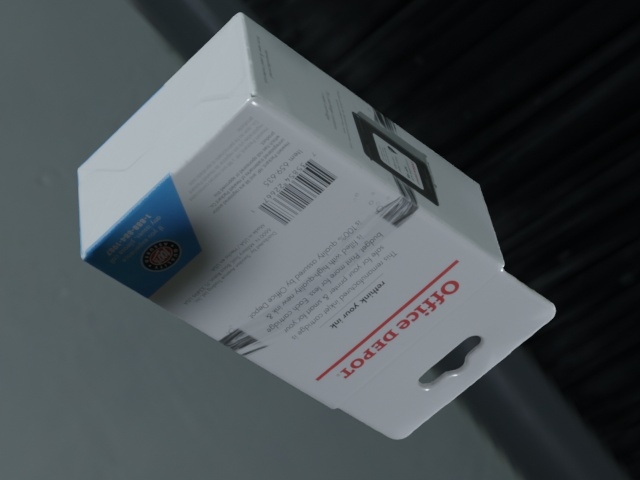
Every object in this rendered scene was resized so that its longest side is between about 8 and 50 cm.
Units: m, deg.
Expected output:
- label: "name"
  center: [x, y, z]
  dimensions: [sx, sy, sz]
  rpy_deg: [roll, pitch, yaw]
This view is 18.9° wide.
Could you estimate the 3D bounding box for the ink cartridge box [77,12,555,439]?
- label: "ink cartridge box"
  center: [0.000, 0.000, 0.802]
  dimensions: [0.180, 0.104, 0.060]
  rpy_deg: [34, 27, -32]
